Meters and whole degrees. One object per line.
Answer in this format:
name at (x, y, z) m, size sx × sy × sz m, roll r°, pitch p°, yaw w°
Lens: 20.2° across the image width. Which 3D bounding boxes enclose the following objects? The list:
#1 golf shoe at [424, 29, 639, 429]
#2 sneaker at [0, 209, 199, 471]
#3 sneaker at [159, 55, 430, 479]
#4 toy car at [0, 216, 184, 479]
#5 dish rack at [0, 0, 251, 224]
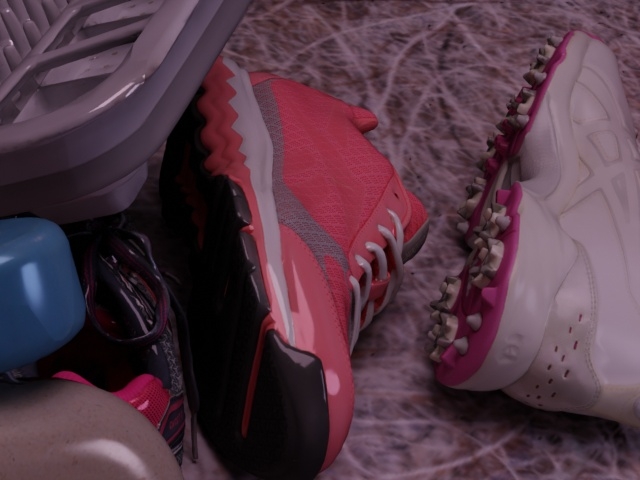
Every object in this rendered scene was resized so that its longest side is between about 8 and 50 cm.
golf shoe at (0.150, -0.006, 1.013) m, size 0.140 × 0.115 × 0.306 m, roll 24°, pitch 41°, yaw -3°
sneaker at (-0.114, 0.030, 0.852) m, size 0.120 × 0.112 × 0.299 m, roll -1°, pitch 36°, yaw -19°
sneaker at (0.000, -0.001, 0.932) m, size 0.136 × 0.116 × 0.314 m, roll 5°, pitch 35°, yaw -15°
toy car at (-0.185, 0.119, 0.677) m, size 0.210 × 0.219 × 0.238 m, roll -24°, pitch 15°, yaw -32°
dish rack at (-0.181, -0.077, 0.903) m, size 0.332 × 0.072 × 0.285 m, roll -10°, pitch 32°, yaw 24°
